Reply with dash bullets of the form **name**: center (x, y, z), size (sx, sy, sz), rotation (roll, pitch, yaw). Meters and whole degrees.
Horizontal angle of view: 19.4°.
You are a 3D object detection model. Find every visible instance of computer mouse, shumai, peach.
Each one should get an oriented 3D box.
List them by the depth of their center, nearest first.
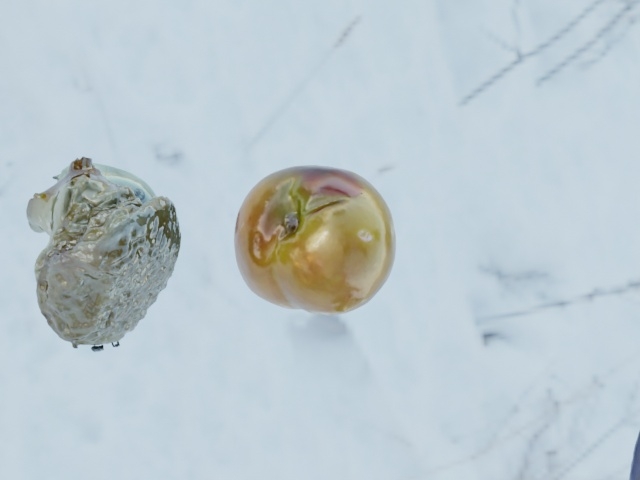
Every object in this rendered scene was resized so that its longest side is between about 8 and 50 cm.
- **shumai**: center (-0.179, 0.003, 1.441), size (0.116, 0.145, 0.145), rotation (34, 48, 17)
- **peach**: center (0.000, 0.000, 1.568), size (0.138, 0.138, 0.138), rotation (9, 76, -42)
- **computer mouse**: center (-0.209, -0.049, 1.836), size (0.110, 0.032, 0.056), rotation (20, 53, -5)

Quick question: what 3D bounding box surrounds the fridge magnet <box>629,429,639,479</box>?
- **fridge magnet**: center (0.282, 0.149, 1.129), size (0.112, 0.265, 0.265), rotation (15, 72, -27)
